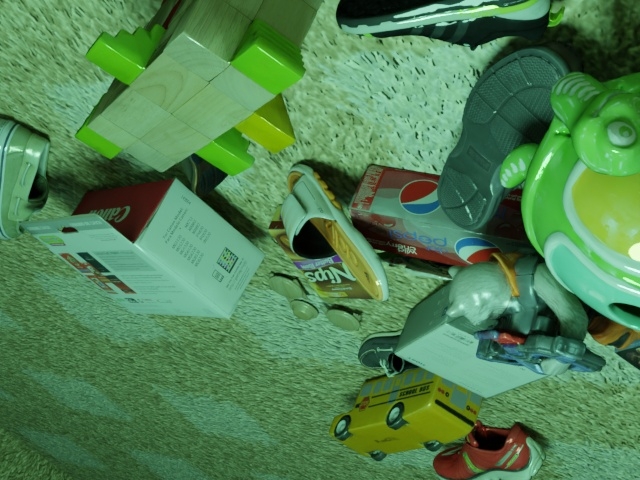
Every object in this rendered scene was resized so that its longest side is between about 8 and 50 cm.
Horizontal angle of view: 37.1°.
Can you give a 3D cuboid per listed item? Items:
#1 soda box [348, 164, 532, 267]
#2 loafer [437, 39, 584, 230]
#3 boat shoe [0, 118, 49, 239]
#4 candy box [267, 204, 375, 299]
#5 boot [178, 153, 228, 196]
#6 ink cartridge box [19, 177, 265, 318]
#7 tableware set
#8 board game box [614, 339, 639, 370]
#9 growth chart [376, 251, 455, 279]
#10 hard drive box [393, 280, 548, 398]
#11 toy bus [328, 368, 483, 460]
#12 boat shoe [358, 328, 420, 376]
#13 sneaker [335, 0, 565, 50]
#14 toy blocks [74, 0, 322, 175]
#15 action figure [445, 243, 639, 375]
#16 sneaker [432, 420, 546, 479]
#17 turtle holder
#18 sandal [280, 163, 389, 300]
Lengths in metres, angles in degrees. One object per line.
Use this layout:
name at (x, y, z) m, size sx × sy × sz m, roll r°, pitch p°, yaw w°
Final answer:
soda box at (0.176, -0.024, 1.261) m, size 0.263 × 0.083 × 0.092 m, roll 12°, pitch 148°, yaw 19°
loafer at (0.221, -0.126, 1.086) m, size 0.109 × 0.095 × 0.302 m, roll 49°, pitch 150°, yaw 16°
boat shoe at (-0.510, -0.084, 1.613) m, size 0.094 × 0.109 × 0.302 m, roll 22°, pitch 148°, yaw -2°
candy box at (0.012, 0.020, 1.478) m, size 0.109 × 0.053 × 0.186 m, roll 0°, pitch 145°, yaw 33°
boot at (-0.185, -0.142, 1.356) m, size 0.106 × 0.082 × 0.219 m, roll 46°, pitch 164°, yaw 12°
ink cartridge box at (-0.293, -0.002, 1.531) m, size 0.309 × 0.130 × 0.272 m, roll -2°, pitch 142°, yaw 50°
tableware set at (-0.009, 0.107, 1.667) m, size 0.169 × 0.020 × 0.141 m, roll 9°, pitch 146°, yaw 26°
board game box at (0.560, 0.156, 1.333) m, size 0.165 × 0.042 × 0.243 m, roll 34°, pitch 149°, yaw -18°
growth chart at (0.196, 0.041, 1.329) m, size 0.237 × 0.021 × 0.172 m, roll 11°, pitch -172°, yaw 19°
hard drive box at (0.241, 0.153, 1.473) m, size 0.181 × 0.089 × 0.232 m, roll 26°, pitch 157°, yaw -7°
toy bus at (0.153, 0.323, 1.794) m, size 0.108 × 0.130 × 0.333 m, roll 33°, pitch 149°, yaw -19°
boat shoe at (0.126, 0.205, 1.687) m, size 0.075 × 0.065 × 0.206 m, roll 35°, pitch 148°, yaw -20°
sneaker at (0.126, -0.223, 0.970) m, size 0.235 × 0.084 × 0.097 m, roll 2°, pitch 146°, yaw 32°
toy blocks at (-0.095, -0.230, 0.960) m, size 0.191 × 0.260 × 0.381 m, roll 32°, pitch 156°, yaw -20°
action figure at (0.304, 0.077, 1.170) m, size 0.330 × 0.178 × 0.341 m, roll 6°, pitch 173°, yaw -13°
sneaker at (0.318, 0.410, 1.887) m, size 0.118 × 0.107 × 0.279 m, roll 52°, pitch 140°, yaw -11°
turtle holder at (0.331, -0.045, 0.916) m, size 0.244 × 0.227 × 0.320 m, roll -17°, pitch 136°, yaw -8°
sandal at (-0.001, -0.007, 1.287) m, size 0.265 × 0.076 × 0.102 m, roll 52°, pitch 160°, yaw 41°
